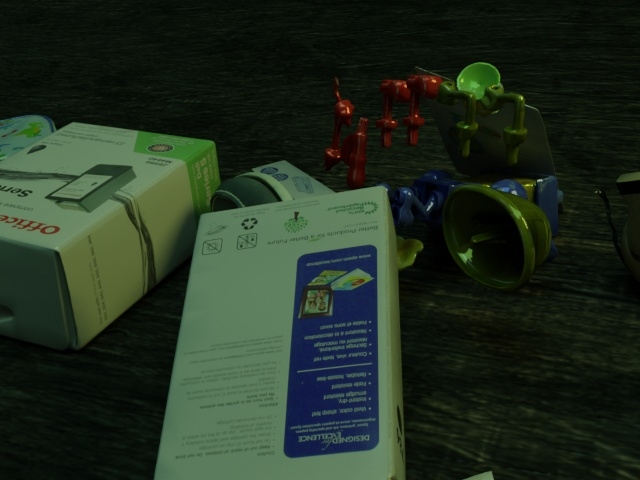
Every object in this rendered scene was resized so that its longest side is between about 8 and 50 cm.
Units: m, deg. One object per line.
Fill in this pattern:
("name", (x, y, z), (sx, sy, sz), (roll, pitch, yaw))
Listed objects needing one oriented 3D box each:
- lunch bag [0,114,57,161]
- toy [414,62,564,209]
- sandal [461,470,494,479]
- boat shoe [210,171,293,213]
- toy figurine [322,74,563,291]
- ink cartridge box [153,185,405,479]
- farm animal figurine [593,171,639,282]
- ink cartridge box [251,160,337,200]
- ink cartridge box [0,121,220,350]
("lunch bag", (-0.416, -0.081, 1.262), (0.218, 0.090, 0.176), (-12, 29, -17))
("toy", (0.193, -0.119, 1.114), (0.136, 0.237, 0.056), (24, 80, 26))
("sandal", (0.126, 0.189, 0.681), (0.265, 0.076, 0.102), (-7, 27, -6))
("boat shoe", (-0.059, 0.031, 0.975), (0.099, 0.116, 0.319), (-13, 35, -19))
("toy figurine", (0.173, -0.062, 1.044), (0.217, 0.191, 0.362), (0, 7, -28))
("ink cartridge box", (-0.024, 0.096, 0.770), (0.165, 0.065, 0.333), (-7, 41, 10))
("farm animal figurine", (0.392, 0.014, 0.919), (0.330, 0.172, 0.326), (-30, 24, -28))
("ink cartridge box", (0.000, 0.000, 1.045), (0.046, 0.097, 0.207), (-18, 30, -26))
("ink cartridge box", (-0.255, -0.017, 1.088), (0.198, 0.115, 0.273), (10, 30, 24))
